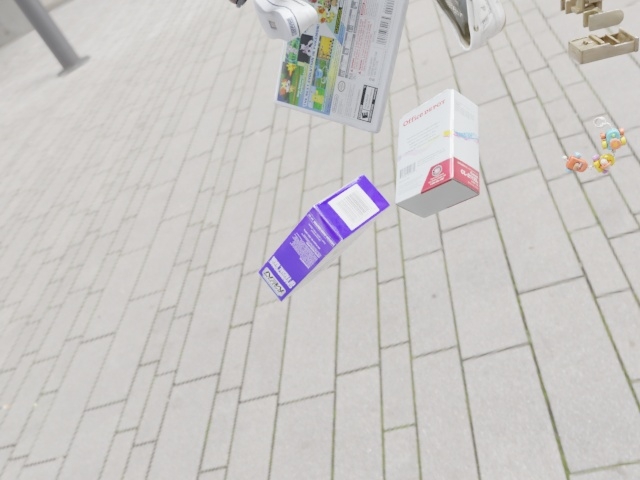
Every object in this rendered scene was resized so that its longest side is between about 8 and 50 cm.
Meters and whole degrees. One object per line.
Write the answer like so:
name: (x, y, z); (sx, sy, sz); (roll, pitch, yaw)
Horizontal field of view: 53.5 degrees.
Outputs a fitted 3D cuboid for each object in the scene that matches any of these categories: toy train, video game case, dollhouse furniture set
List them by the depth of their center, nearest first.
video game case: (0.041, -0.456, 1.534); (0.299, 0.329, 0.036); (21, 24, 22)
toy train: (0.730, -0.235, 1.682); (0.125, 0.166, 0.046); (24, 30, -2)
dollhouse furniture set: (0.788, -0.640, 1.772); (0.160, 0.242, 0.212); (-13, 34, 4)

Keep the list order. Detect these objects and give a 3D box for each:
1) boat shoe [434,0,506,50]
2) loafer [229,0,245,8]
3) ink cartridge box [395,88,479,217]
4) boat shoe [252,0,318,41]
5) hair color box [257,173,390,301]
boat shoe: (0.213, -0.450, 1.065); (0.096, 0.277, 0.098); (-42, 17, -21)
loafer: (-0.135, -0.633, 1.311); (0.303, 0.095, 0.109); (-64, 16, 0)
ink cartridge box: (0.196, -0.144, 1.064); (0.127, 0.072, 0.175); (-25, 51, 48)
boat shoe: (-0.078, -0.502, 1.422); (0.084, 0.095, 0.258); (-27, 37, -10)
hair color box: (0.000, 0.000, 1.522); (0.185, 0.110, 0.339); (-35, -9, -39)
